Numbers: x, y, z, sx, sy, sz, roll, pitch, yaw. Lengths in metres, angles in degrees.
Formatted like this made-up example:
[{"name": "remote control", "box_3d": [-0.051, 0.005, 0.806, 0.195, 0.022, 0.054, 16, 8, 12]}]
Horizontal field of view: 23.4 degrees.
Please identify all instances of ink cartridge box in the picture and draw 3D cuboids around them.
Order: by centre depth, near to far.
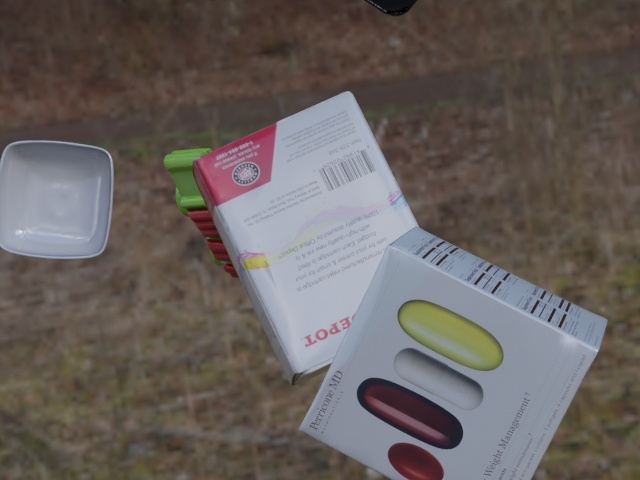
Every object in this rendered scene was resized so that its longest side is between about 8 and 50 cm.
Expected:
[{"name": "ink cartridge box", "box_3d": [0.000, 0.000, 1.959, 0.226, 0.306, 0.131, -23, -9, -9]}]

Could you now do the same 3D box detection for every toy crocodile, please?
[{"name": "toy crocodile", "box_3d": [-0.127, -0.016, 2.229, 0.115, 0.105, 0.340, 0, -34, 23]}]

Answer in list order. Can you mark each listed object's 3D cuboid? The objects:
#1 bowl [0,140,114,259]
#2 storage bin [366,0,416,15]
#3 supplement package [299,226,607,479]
[{"name": "bowl", "box_3d": [-0.320, -0.047, 1.873, 0.142, 0.142, 0.053, 4, -2, 1]}, {"name": "storage bin", "box_3d": [0.096, -0.370, 1.813, 0.180, 0.122, 0.084, -49, 19, 32]}, {"name": "supplement package", "box_3d": [0.123, 0.122, 1.399, 0.203, 0.194, 0.149, 26, 12, 9]}]
